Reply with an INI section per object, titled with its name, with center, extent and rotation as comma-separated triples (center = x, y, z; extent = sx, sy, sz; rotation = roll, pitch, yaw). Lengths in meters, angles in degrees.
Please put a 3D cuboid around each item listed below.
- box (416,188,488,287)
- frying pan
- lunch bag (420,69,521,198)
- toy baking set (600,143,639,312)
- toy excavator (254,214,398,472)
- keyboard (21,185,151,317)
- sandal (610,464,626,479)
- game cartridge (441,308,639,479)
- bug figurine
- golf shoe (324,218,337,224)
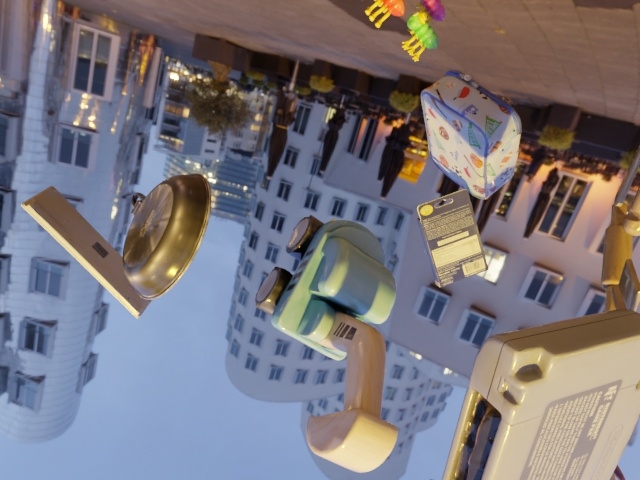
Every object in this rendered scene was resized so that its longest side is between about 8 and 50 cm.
[box]
center = 0.330, -0.007, 1.074
extent = 0.137, 0.225, 0.036
rotation = -20, -165, -1
[frying pan]
center = -0.250, -0.054, 0.659
extent = 0.053, 0.197, 0.326
rotation = 28, -157, -42
[lunch bag]
center = 0.347, -0.251, 1.012
extent = 0.243, 0.115, 0.303
rotation = 51, 177, 32
[toy baking set]
center = 0.363, -0.033, 0.467
extent = 0.030, 0.256, 0.196
rotation = 14, 151, 17
[toy excavator]
center = 0.038, 0.149, 0.825
extent = 0.222, 0.432, 0.445
rotation = 34, 163, -20
[keyboard]
center = -0.382, 0.022, 0.724
extent = 0.256, 0.014, 0.072
rotation = 55, -162, -22
[sandal]
center = 0.447, 0.430, 0.688
extent = 0.102, 0.169, 0.416
rotation = 16, -138, -11
[game cartridge]
center = 0.213, 0.207, 0.412
extent = 0.198, 0.296, 0.062
rotation = -5, -156, -28
[bug figurine]
center = 0.193, -0.528, 0.918
extent = 0.216, 0.278, 0.072
rotation = 40, 141, -27
[golf shoe]
center = 0.000, 0.000, 1.153
extent = 0.069, 0.176, 0.086
rotation = 37, -123, -13
